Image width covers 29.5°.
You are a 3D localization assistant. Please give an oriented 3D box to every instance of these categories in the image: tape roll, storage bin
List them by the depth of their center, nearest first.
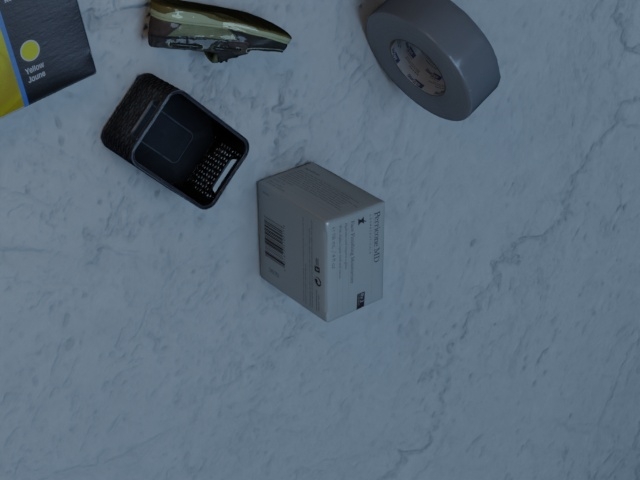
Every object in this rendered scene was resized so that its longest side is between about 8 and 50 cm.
[{"bbox_3d":[-0.203,-0.139,1.721,0.180,0.084,0.122,36,86,-48],"label":"storage bin"},{"bbox_3d":[0.173,-0.289,1.886,0.072,0.219,0.219,-46,136,-15],"label":"tape roll"}]

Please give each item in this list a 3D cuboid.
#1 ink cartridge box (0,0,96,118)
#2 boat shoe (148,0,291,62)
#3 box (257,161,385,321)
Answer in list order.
[{"bbox_3d":[-0.437,-0.280,1.440,0.303,0.072,0.307,-31,132,-26],"label":"ink cartridge box"},{"bbox_3d":[-0.145,-0.286,1.703,0.223,0.080,0.073,5,114,-39],"label":"boat shoe"},{"bbox_3d":[0.000,0.000,1.913,0.119,0.182,0.181,-22,125,-32],"label":"box"}]
